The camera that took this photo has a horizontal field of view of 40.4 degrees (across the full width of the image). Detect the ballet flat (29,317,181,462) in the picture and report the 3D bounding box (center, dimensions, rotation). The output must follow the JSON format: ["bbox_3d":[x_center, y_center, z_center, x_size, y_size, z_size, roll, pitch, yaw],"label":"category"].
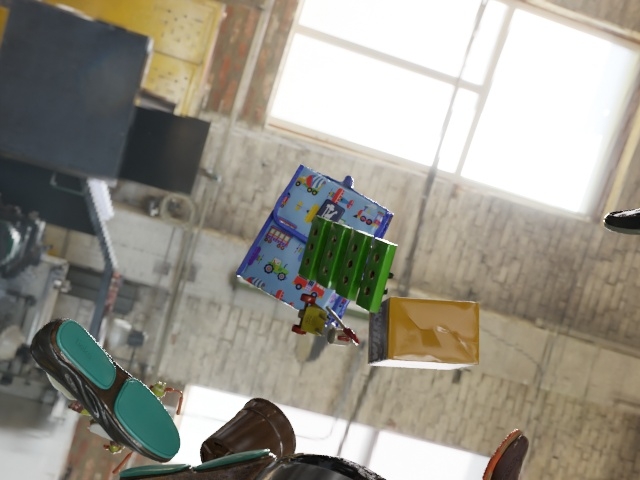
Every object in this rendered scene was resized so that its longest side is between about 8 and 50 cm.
[{"bbox_3d":[-0.321,0.227,1.288,0.096,0.280,0.095,-24,-159,31],"label":"ballet flat"}]

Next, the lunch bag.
[{"bbox_3d":[0.000,0.000,1.807,0.293,0.221,0.138,-62,168,-1],"label":"lunch bag"}]

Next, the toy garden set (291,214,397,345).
[{"bbox_3d":[0.038,0.081,1.418,0.244,0.049,0.203,24,-80,60],"label":"toy garden set"}]

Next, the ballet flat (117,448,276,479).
[{"bbox_3d":[-0.209,0.432,1.511,0.107,0.316,0.106,1,77,-65],"label":"ballet flat"}]

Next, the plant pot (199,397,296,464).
[{"bbox_3d":[-0.167,0.460,1.930,0.165,0.167,0.167,-26,148,-48],"label":"plant pot"}]

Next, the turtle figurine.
[{"bbox_3d":[-0.453,0.402,1.947,0.269,0.217,0.087,-50,-167,16],"label":"turtle figurine"}]

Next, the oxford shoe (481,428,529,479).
[{"bbox_3d":[0.315,0.454,1.488,0.271,0.098,0.097,-60,153,-25],"label":"oxford shoe"}]

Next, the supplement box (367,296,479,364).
[{"bbox_3d":[0.213,0.200,1.840,0.194,0.191,0.129,128,-35,-75],"label":"supplement box"}]

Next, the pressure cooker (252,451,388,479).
[{"bbox_3d":[-0.040,0.564,1.221,0.420,0.370,0.375,-46,176,-42],"label":"pressure cooker"}]

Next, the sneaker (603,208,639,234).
[{"bbox_3d":[0.638,-0.079,1.624,0.083,0.222,0.118,-32,113,-56],"label":"sneaker"}]
